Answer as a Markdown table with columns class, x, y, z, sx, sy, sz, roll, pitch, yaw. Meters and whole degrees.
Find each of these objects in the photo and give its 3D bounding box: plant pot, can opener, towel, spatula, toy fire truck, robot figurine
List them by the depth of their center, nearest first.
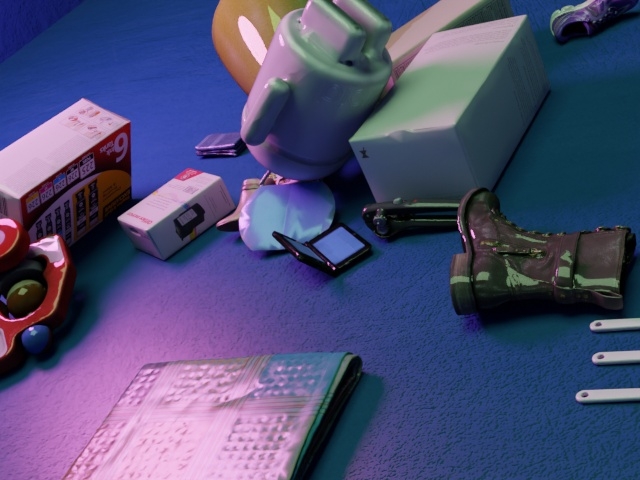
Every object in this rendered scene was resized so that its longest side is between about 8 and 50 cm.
| class | x | y | z | sx | sy | sz | roll | pitch | yaw |
| --- | --- | --- | --- | --- | --- | --- | --- | --- | --- |
| spatula | 0.403 | 0.124 | 1.094 | 0.242 | 0.019 | 0.168 | -7 | 34 | 30 |
| towel | -0.147 | 0.246 | 1.303 | 0.370 | 0.040 | 0.271 | -8 | 32 | 32 |
| can opener | 0.148 | -0.042 | 1.530 | 0.186 | 0.059 | 0.073 | -5 | 34 | 34 |
| robot figurine | -0.011 | -0.242 | 1.676 | 0.300 | 0.353 | 0.200 | -23 | 61 | -43 |
| toy fire truck | -0.556 | 0.124 | 1.733 | 0.302 | 0.169 | 0.254 | -26 | 52 | -1 |
| plant pot | -0.050 | -0.340 | 1.929 | 0.274 | 0.275 | 0.294 | -23 | 43 | 3 |
| towel | -0.203 | -0.201 | 2.106 | 0.119 | 0.029 | 0.067 | 0 | 37 | 39 |

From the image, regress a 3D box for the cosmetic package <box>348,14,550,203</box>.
| class | x | y | z | sx | sy | sz | roll | pitch | yaw |
| --- | --- | --- | --- | --- | --- | --- | --- | --- | --- |
| cosmetic package | 0.222 | -0.213 | 1.659 | 0.196 | 0.155 | 0.365 | -3 | 36 | 36 |

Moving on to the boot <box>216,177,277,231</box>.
| class | x | y | z | sx | sy | sz | roll | pitch | yaw |
| --- | --- | --- | --- | --- | --- | --- | --- | --- | --- |
| boot | -0.127 | -0.065 | 1.766 | 0.118 | 0.042 | 0.087 | -8 | 65 | -2 |

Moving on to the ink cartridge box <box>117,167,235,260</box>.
| class | x | y | z | sx | sy | sz | roll | pitch | yaw |
| --- | --- | --- | --- | --- | --- | --- | --- | --- | --- |
| ink cartridge box | -0.266 | -0.051 | 1.855 | 0.175 | 0.072 | 0.127 | -38 | 31 | -23 |

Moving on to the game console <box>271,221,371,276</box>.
| class | x | y | z | sx | sy | sz | roll | pitch | yaw |
| --- | --- | --- | --- | --- | --- | --- | --- | --- | --- |
| game console | 0.000 | 0.000 | 1.563 | 0.071 | 0.107 | 0.122 | -61 | 30 | 6 |

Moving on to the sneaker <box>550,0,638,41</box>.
| class | x | y | z | sx | sy | sz | roll | pitch | yaw |
| --- | --- | --- | --- | --- | --- | --- | --- | --- | --- |
| sneaker | 0.518 | -0.417 | 1.888 | 0.169 | 0.068 | 0.071 | -24 | 42 | 21 |

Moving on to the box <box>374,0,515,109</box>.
| class | x | y | z | sx | sy | sz | roll | pitch | yaw |
| --- | --- | --- | --- | --- | --- | --- | --- | --- | --- |
| box | 0.225 | -0.350 | 1.901 | 0.311 | 0.148 | 0.121 | -36 | 30 | -22 |

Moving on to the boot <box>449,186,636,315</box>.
| class | x | y | z | sx | sy | sz | roll | pitch | yaw |
| --- | --- | --- | --- | --- | --- | --- | --- | --- | --- |
| boot | 0.295 | 0.011 | 1.318 | 0.228 | 0.091 | 0.263 | -7 | 37 | 20 |

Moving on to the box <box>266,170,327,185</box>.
| class | x | y | z | sx | sy | sz | roll | pitch | yaw |
| --- | --- | --- | --- | --- | --- | --- | --- | --- | --- |
| box | -0.038 | -0.143 | 1.870 | 0.114 | 0.036 | 0.207 | -15 | 30 | 18 |

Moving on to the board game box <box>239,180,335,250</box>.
| class | x | y | z | sx | sy | sz | roll | pitch | yaw |
| --- | --- | --- | --- | --- | --- | --- | --- | --- | --- |
| board game box | -0.052 | -0.033 | 1.691 | 0.168 | 0.033 | 0.133 | -4 | 57 | 18 |

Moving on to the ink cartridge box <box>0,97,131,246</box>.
| class | x | y | z | sx | sy | sz | roll | pitch | yaw |
| --- | --- | --- | --- | --- | --- | --- | --- | --- | --- |
| ink cartridge box | -0.513 | -0.080 | 1.966 | 0.130 | 0.272 | 0.309 | 26 | 45 | 19 |
